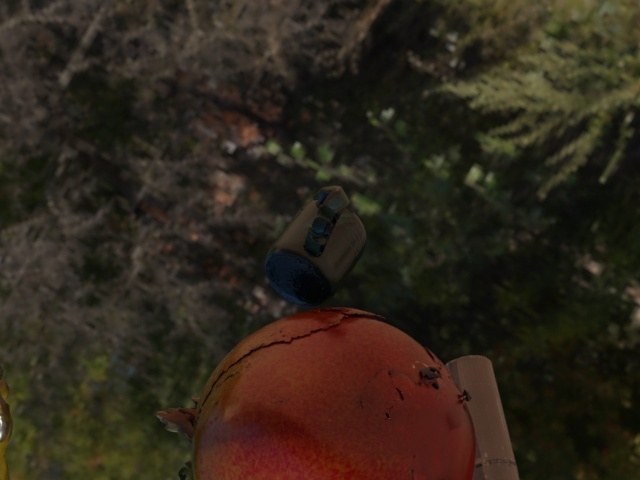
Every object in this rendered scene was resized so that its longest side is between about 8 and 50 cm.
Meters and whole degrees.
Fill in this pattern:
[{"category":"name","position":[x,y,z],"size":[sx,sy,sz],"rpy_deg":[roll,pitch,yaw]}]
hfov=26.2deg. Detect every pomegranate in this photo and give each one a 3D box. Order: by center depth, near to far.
[{"category":"pomegranate","position":[-0.003,0.155,0.991],"size":[0.235,0.210,0.210],"rpy_deg":[-7,165,22]}]

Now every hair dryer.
[{"category":"hair dryer","position":[0.062,0.201,1.192],"size":[0.220,0.195,0.054],"rpy_deg":[-4,147,-7]}]

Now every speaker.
[{"category":"speaker","position":[-0.004,-0.003,1.027],"size":[0.060,0.075,0.094],"rpy_deg":[17,136,21]}]

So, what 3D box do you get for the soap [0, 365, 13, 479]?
[{"category":"soap","position":[-0.370,0.286,1.205],"size":[0.169,0.339,0.304],"rpy_deg":[10,161,-9]}]
